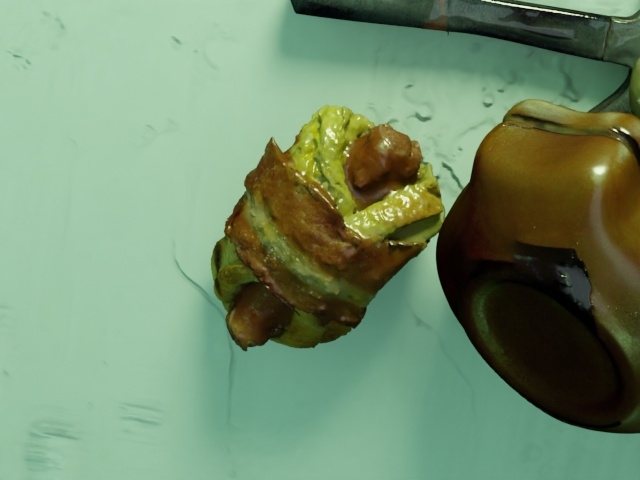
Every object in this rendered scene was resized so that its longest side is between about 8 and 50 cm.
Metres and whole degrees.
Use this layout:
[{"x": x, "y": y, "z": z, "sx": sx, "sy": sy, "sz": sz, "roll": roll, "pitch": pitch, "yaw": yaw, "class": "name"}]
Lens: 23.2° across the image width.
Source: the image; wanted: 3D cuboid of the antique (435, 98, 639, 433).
[{"x": 0.190, "y": 0.033, "z": 1.126, "sx": 0.223, "sy": 0.129, "sz": 0.278, "roll": 17, "pitch": 143, "yaw": 32, "class": "antique"}]

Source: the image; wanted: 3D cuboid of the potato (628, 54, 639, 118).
[{"x": 0.328, "y": -0.110, "z": 1.093, "sx": 0.251, "sy": 0.159, "sz": 0.174, "roll": -12, "pitch": 89, "yaw": -19, "class": "potato"}]

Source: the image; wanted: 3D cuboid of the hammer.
[{"x": 0.117, "y": -0.161, "z": 1.151, "sx": 0.290, "sy": 0.037, "sz": 0.137, "roll": 9, "pitch": 108, "yaw": -1, "class": "hammer"}]

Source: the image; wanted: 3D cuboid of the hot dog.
[{"x": 0.000, "y": 0.000, "z": 1.177, "sx": 0.146, "sy": 0.103, "sz": 0.213, "roll": 30, "pitch": 109, "yaw": -9, "class": "hot dog"}]
